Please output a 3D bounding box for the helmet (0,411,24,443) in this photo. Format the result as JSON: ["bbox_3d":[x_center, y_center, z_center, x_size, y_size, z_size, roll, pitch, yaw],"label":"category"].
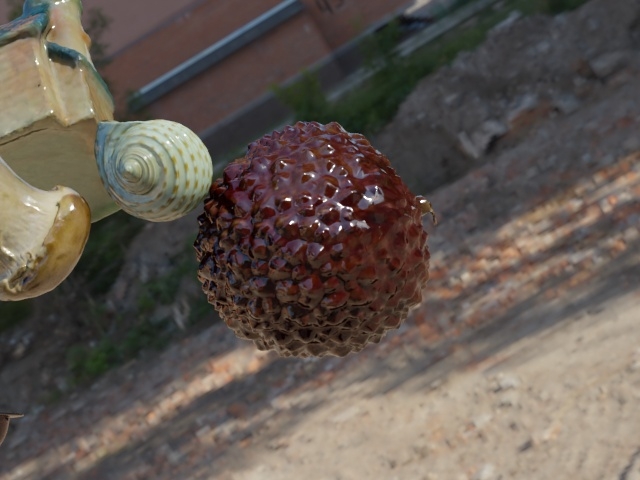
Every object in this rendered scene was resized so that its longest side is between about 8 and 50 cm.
[{"bbox_3d":[-0.396,0.223,1.342,0.111,0.057,0.089,7,-16,-24],"label":"helmet"}]

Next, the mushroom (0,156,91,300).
[{"bbox_3d":[-0.329,-0.083,0.910,0.128,0.350,0.128,-39,25,22],"label":"mushroom"}]

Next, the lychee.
[{"bbox_3d":[0.000,0.000,1.307,0.300,0.264,0.264,-20,0,-31],"label":"lychee"}]

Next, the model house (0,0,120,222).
[{"bbox_3d":[-0.404,-0.159,1.423,0.312,0.280,0.245,-23,-29,3],"label":"model house"}]

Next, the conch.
[{"bbox_3d":[-0.175,-0.074,1.209,0.102,0.135,0.153,-59,-10,-8],"label":"conch"}]
